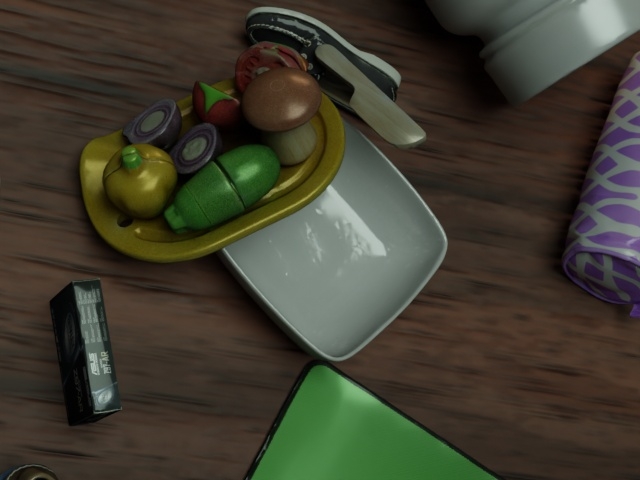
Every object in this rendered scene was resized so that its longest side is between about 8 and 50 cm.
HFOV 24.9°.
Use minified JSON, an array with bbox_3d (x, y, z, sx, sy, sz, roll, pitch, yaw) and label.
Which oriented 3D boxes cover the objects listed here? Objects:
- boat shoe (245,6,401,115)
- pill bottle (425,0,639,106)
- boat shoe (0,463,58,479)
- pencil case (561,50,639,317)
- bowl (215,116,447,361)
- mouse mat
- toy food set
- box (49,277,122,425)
[{"bbox_3d":[0.000,-0.124,1.033,0.125,0.046,0.038,27,63,-24],"label":"boat shoe"},{"bbox_3d":[0.122,-0.250,1.052,0.160,0.160,0.283,-32,91,-27],"label":"pill bottle"},{"bbox_3d":[-0.151,0.222,0.866,0.066,0.066,0.183,-25,87,-26],"label":"boat shoe"},{"bbox_3d":[0.250,-0.051,1.104,0.088,0.086,0.206,43,62,-39],"label":"pencil case"},{"bbox_3d":[0.000,0.000,0.996,0.142,0.053,0.142,48,65,-6],"label":"bowl"},{"bbox_3d":[0.037,0.189,0.989,0.190,0.007,0.152,34,66,-11],"label":"mouse mat"},{"bbox_3d":[-0.056,-0.076,0.936,0.218,0.071,0.128,-27,54,-10],"label":"toy food set"},{"bbox_3d":[-0.147,0.071,0.906,0.018,0.067,0.083,-7,80,-24],"label":"box"}]
